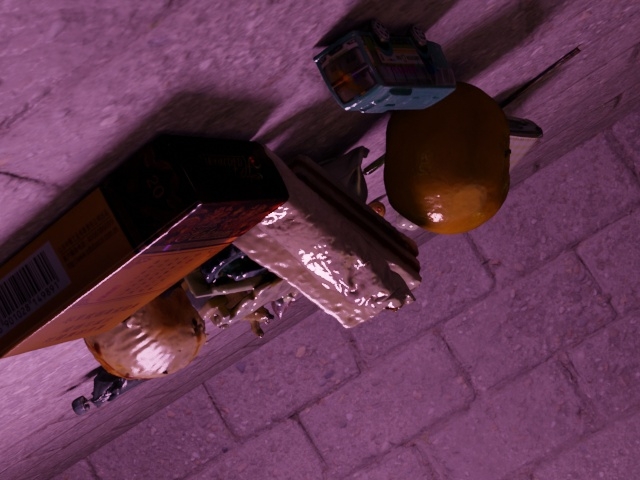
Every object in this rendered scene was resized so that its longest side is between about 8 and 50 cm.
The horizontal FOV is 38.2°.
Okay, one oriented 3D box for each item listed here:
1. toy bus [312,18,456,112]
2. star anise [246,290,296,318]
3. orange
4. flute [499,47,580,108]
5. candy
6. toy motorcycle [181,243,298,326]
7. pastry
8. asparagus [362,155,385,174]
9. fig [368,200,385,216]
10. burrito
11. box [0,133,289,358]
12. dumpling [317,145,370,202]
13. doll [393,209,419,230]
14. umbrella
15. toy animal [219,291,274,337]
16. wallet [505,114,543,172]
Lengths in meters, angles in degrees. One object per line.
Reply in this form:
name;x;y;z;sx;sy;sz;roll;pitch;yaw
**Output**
toy bus;0.097;-0.237;1.284;0.091;0.109;0.261;-30;171;33
star anise;-0.079;0.067;2.246;0.257;0.110;0.198;-46;145;-2
orange;0.227;-0.148;1.682;0.235;0.279;0.279;0;180;18
flute;0.478;-0.354;2.112;0.269;0.014;0.014;-36;169;28
candy;0.010;0.003;1.642;0.179;0.320;0.135;-40;-153;25
toy motorcycle;-0.115;0.046;1.897;0.410;0.169;0.237;-9;151;-52
pastry;-0.366;0.218;1.965;0.236;0.170;0.256;-39;163;27
asparagus;0.178;-0.203;1.944;0.233;0.023;0.022;-36;-146;28
fig;0.142;-0.079;2.399;0.050;0.050;0.083;-31;-171;-3
burrito;0.000;0.000;1.511;0.117;0.392;0.076;-32;-150;27
box;-0.271;0.006;1.341;0.415;0.116;0.264;-36;168;23
dumpling;0.028;-0.102;1.740;0.229;0.124;0.151;-48;-160;36
doll;0.274;-0.141;2.311;0.275;0.113;0.155;-44;155;28
umbrella;-0.498;0.341;2.389;0.348;0.094;0.143;-30;177;8
toy animal;-0.184;0.135;2.052;0.103;0.219;0.101;-2;129;-35
wallet;0.362;-0.163;2.182;0.223;0.077;0.309;-1;139;-39
